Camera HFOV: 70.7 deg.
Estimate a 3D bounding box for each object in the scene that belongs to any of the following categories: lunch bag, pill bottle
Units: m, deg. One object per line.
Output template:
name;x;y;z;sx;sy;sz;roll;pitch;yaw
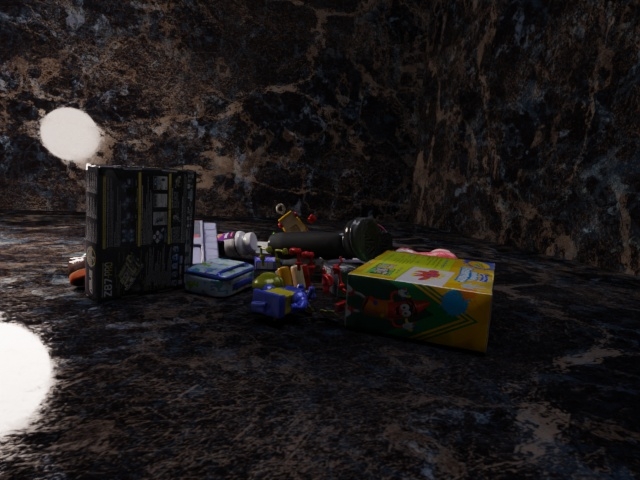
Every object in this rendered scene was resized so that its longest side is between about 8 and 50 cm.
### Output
lunch bag;-0.332;0.123;1.522;0.176;0.090;0.219;10;11;20
pill bottle;-0.382;0.016;1.986;0.193;0.108;0.108;-8;5;15

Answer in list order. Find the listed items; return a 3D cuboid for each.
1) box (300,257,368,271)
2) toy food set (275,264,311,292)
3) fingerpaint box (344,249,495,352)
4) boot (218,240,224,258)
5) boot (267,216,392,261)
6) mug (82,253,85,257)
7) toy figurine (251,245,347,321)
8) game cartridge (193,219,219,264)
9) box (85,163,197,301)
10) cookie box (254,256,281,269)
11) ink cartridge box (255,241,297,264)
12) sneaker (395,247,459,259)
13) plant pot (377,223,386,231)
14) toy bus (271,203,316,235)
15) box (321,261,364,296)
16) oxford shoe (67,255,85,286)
box;0.068;0.101;1.922;0.324;0.063;0.067;3;9;-8
toy food set;-0.091;0.146;1.563;0.111;0.105;0.232;-11;-7;-8
fingerpaint box;0.319;0.158;1.348;0.371;0.163;0.445;7;9;20
boot;-0.419;0.053;1.883;0.045;0.099;0.121;1;9;-12
boot;0.001;0.001;1.662;0.445;0.146;0.367;4;-10;26
mug;-0.730;0.078;1.578;0.157;0.097;0.129;4;9;0
toy figurine;-0.128;0.132;1.269;0.362;0.191;0.217;10;15;38
game cartridge;-0.586;0.014;1.781;0.355;0.068;0.230;1;54;-19
box;-0.547;-0.030;1.397;0.097;0.395;0.318;14;14;38
cookie box;-0.221;0.095;1.895;0.107;0.040;0.092;3;9;-12
ink cartridge box;-0.198;0.058;2.096;0.238;0.060;0.275;1;10;-16
sneaker;0.458;0.107;2.014;0.313;0.116;0.136;1;16;29
plant pot;0.198;0.028;2.113;0.201;0.201;0.180;-2;-5;-36
toy bus;-0.128;-0.063;2.095;0.191;0.202;0.104;8;8;-12
box;0.105;0.137;1.615;0.156;0.093;0.158;1;10;-20
oxford shoe;-0.676;0.061;1.470;0.271;0.098;0.097;-15;-25;-27
